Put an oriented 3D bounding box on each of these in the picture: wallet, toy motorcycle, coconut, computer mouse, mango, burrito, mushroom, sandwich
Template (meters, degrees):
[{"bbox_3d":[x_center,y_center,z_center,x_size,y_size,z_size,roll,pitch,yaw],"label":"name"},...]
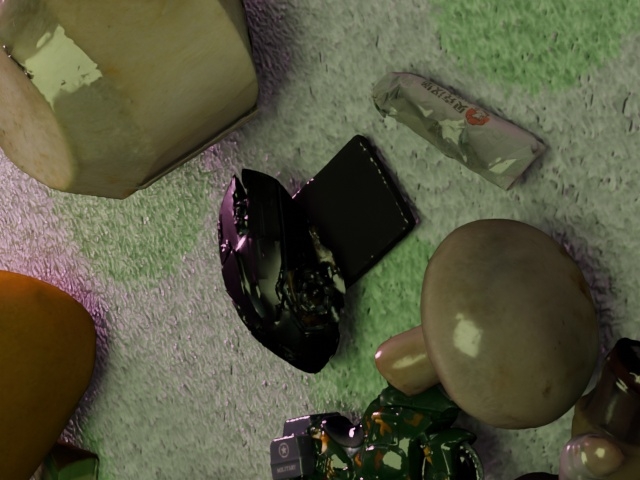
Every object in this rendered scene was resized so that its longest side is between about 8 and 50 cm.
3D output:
[{"bbox_3d":[0.000,0.000,1.783,0.244,0.025,0.124,-44,70,36],"label":"wallet"},{"bbox_3d":[0.058,0.208,1.708,0.275,0.125,0.187,-18,75,43],"label":"toy motorcycle"},{"bbox_3d":[-0.219,-0.205,1.769,0.323,0.323,0.323,6,101,37],"label":"coconut"},{"bbox_3d":[-0.052,0.036,1.767,0.146,0.077,0.241,-28,79,38],"label":"computer mouse"},{"bbox_3d":[-0.475,0.214,2.019,0.446,0.232,0.300,-40,92,8],"label":"mango"},{"bbox_3d":[0.136,-0.115,1.642,0.203,0.064,0.064,33,115,28],"label":"burrito"},{"bbox_3d":[0.154,0.090,1.561,0.215,0.207,0.207,-25,81,33],"label":"mushroom"},{"bbox_3d":[-0.352,0.296,2.070,0.116,0.074,0.074,17,106,35],"label":"sandwich"}]

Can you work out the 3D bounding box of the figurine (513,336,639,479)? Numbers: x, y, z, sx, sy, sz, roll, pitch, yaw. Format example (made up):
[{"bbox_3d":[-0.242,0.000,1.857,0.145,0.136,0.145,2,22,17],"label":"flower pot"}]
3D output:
[{"bbox_3d":[0.260,0.269,1.496,0.206,0.218,0.365,51,128,21],"label":"figurine"}]
